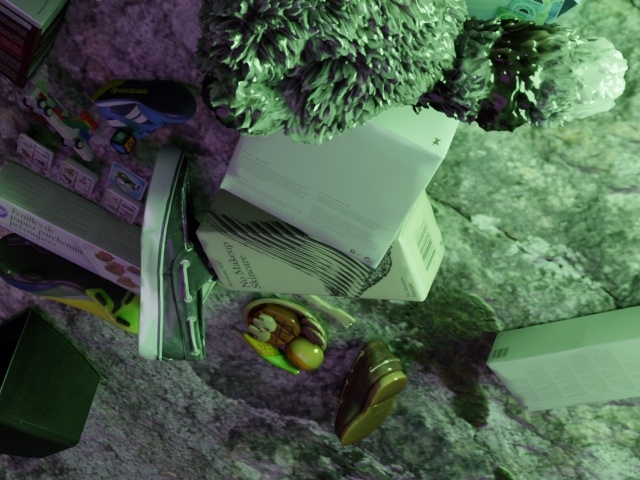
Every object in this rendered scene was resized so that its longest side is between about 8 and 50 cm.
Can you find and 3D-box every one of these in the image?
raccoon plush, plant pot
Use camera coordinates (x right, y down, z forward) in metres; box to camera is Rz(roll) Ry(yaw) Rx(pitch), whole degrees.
[{"bbox_3d":[0.057,-0.254,1.046,0.446,0.216,0.299,-4,149,-7],"label":"raccoon plush"},{"bbox_3d":[-0.462,0.245,1.987,0.167,0.187,0.188,32,143,-28],"label":"plant pot"}]

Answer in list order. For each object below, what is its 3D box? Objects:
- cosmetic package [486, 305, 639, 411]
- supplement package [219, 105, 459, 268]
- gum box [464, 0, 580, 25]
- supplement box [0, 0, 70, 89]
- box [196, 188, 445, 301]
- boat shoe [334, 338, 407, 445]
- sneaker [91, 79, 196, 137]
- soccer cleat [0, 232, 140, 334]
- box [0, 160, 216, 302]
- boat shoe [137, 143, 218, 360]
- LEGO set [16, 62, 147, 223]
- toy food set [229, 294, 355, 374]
[{"bbox_3d":[0.327,0.141,1.505,0.239,0.060,0.099,-15,124,40],"label":"cosmetic package"},{"bbox_3d":[0.029,-0.117,1.311,0.194,0.149,0.203,27,141,-1],"label":"supplement package"},{"bbox_3d":[0.131,-0.257,1.184,0.184,0.041,0.157,40,141,-15],"label":"gum box"},{"bbox_3d":[-0.349,-0.258,1.368,0.130,0.073,0.239,35,161,-10],"label":"supplement box"},{"bbox_3d":[0.000,0.000,1.504,0.275,0.094,0.113,1,135,28],"label":"box"},{"bbox_3d":[0.062,0.210,1.735,0.073,0.073,0.207,57,145,24],"label":"boat shoe"},{"bbox_3d":[-0.201,-0.153,1.481,0.144,0.053,0.059,11,136,33],"label":"sneaker"},{"bbox_3d":[-0.324,0.061,1.784,0.289,0.093,0.121,21,172,0],"label":"soccer cleat"},{"bbox_3d":[-0.296,0.002,1.699,0.324,0.067,0.063,26,141,-1],"label":"box"},{"bbox_3d":[-0.172,0.023,1.585,0.102,0.108,0.301,6,114,0],"label":"boat shoe"},{"bbox_3d":[-0.287,-0.117,1.566,0.182,0.060,0.244,32,159,-4],"label":"LEGO set"},{"bbox_3d":[-0.048,0.130,1.722,0.132,0.038,0.192,33,141,-8],"label":"toy food set"}]
